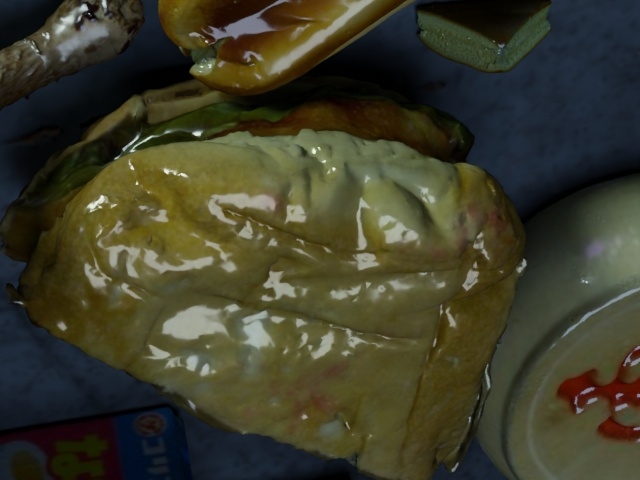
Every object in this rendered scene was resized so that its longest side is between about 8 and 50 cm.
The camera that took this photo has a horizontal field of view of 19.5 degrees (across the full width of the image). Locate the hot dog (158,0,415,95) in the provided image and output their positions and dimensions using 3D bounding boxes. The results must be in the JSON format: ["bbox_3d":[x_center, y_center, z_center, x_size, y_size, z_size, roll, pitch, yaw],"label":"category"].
[{"bbox_3d":[0.024,-0.171,1.002,0.249,0.068,0.100,-33,118,9],"label":"hot dog"}]

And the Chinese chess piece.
[{"bbox_3d":[0.213,0.074,1.229,0.251,0.097,0.251,-8,130,-9],"label":"Chinese chess piece"}]

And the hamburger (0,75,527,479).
[{"bbox_3d":[0.002,-0.001,1.072,0.330,0.162,0.209,28,114,-29],"label":"hamburger"}]

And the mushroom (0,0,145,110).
[{"bbox_3d":[-0.189,-0.067,1.002,0.217,0.227,0.148,-37,101,-28],"label":"mushroom"}]

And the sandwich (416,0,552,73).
[{"bbox_3d":[0.099,-0.118,1.081,0.083,0.044,0.031,-6,134,-7],"label":"sandwich"}]

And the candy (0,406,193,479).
[{"bbox_3d":[-0.224,0.214,1.186,0.306,0.157,0.100,-10,130,-8],"label":"candy"}]
